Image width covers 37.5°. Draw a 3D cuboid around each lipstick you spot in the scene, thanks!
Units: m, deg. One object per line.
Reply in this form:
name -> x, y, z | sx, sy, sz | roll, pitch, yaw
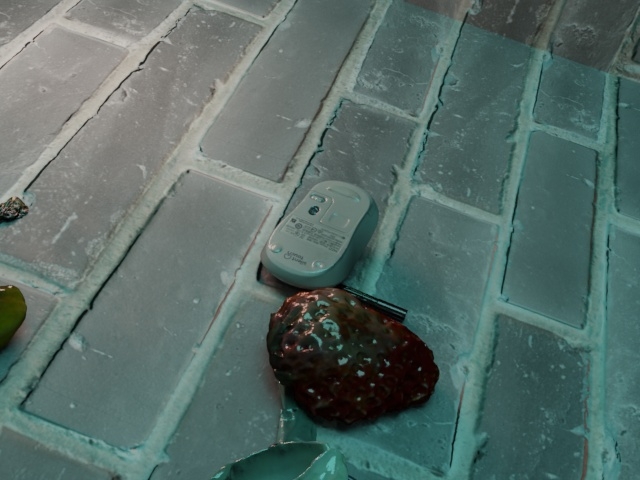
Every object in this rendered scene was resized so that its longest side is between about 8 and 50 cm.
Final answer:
lipstick -> 0.091, 0.120, 1.914 | 0.176, 0.027, 0.027 | 22, 40, 7

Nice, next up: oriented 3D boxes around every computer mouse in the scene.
computer mouse -> 0.000, 0.000, 1.948 | 0.184, 0.121, 0.297 | 20, 53, 13

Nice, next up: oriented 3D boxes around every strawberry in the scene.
strawberry -> 0.069, 0.192, 1.712 | 0.336, 0.149, 0.265 | 12, 35, -17

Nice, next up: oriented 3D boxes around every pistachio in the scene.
pistachio -> -0.582, 0.141, 1.594 | 0.189, 0.100, 0.110 | -22, 77, -55

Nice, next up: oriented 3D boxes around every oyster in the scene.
oyster -> -0.617, -0.062, 1.865 | 0.054, 0.019, 0.083 | 34, 43, 18

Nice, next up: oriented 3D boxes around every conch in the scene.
conch -> -0.110, 0.439, 1.353 | 0.368, 0.197, 0.249 | -13, 25, -27

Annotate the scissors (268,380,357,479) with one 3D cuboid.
scissors -> -0.046, 0.321, 1.632 | 0.256, 0.029, 0.383 | 9, 40, -11
